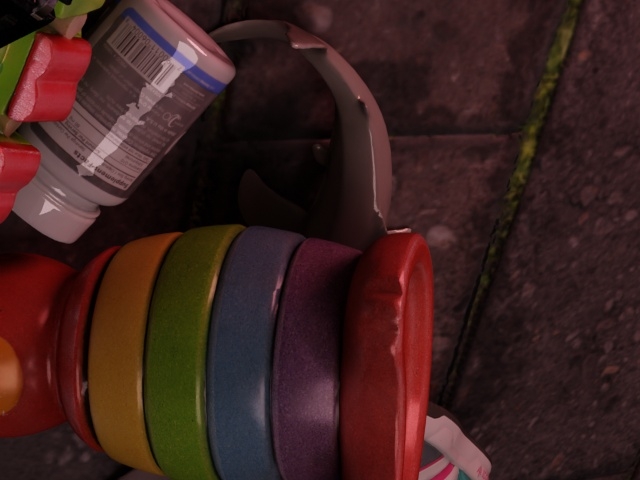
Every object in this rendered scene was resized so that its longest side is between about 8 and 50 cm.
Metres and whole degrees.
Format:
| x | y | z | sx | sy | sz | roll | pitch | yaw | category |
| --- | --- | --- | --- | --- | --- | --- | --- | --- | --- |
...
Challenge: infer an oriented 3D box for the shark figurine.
| x | y | z | sx | sy | sz | roll | pitch | yaw | category |
| --- | --- | --- | --- | --- | --- | --- | --- | --- | --- |
| 0.018 | -0.022 | 0.813 | 0.166 | 0.116 | 0.278 | -12 | 130 | -24 | shark figurine |

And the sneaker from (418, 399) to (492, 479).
| x | y | z | sx | sy | sz | roll | pitch | yaw | category |
| --- | --- | --- | --- | --- | --- | --- | --- | --- | --- |
| 0.026 | 0.201 | 0.920 | 0.295 | 0.123 | 0.178 | 44 | 63 | -56 | sneaker |

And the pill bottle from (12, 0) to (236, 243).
| x | y | z | sx | sy | sz | roll | pitch | yaw | category |
| --- | --- | --- | --- | --- | --- | --- | --- | --- | --- |
| -0.119 | -0.069 | 0.720 | 0.137 | 0.078 | 0.078 | -47 | 133 | 10 | pill bottle |

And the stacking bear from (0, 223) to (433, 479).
| x | y | z | sx | sy | sz | roll | pitch | yaw | category |
| --- | --- | --- | --- | --- | --- | --- | --- | --- | --- |
| -0.087 | 0.067 | 0.743 | 0.289 | 0.164 | 0.175 | 3 | 108 | 10 | stacking bear |

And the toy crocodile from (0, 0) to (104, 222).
| x | y | z | sx | sy | sz | roll | pitch | yaw | category |
| --- | --- | --- | --- | --- | --- | --- | --- | --- | --- |
| -0.193 | -0.037 | 0.643 | 0.340 | 0.105 | 0.115 | -53 | 174 | 12 | toy crocodile |

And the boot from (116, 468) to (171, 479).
| x | y | z | sx | sy | sz | roll | pitch | yaw | category |
| --- | --- | --- | --- | --- | --- | --- | --- | --- | --- |
| -0.082 | 0.183 | 0.936 | 0.190 | 0.069 | 0.086 | -42 | 137 | 0 | boot |

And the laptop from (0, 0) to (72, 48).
| x | y | z | sx | sy | sz | roll | pitch | yaw | category |
| --- | --- | --- | --- | --- | --- | --- | --- | --- | --- |
| -0.199 | -0.166 | 0.468 | 0.264 | 0.137 | 0.234 | -22 | 156 | 18 | laptop |
